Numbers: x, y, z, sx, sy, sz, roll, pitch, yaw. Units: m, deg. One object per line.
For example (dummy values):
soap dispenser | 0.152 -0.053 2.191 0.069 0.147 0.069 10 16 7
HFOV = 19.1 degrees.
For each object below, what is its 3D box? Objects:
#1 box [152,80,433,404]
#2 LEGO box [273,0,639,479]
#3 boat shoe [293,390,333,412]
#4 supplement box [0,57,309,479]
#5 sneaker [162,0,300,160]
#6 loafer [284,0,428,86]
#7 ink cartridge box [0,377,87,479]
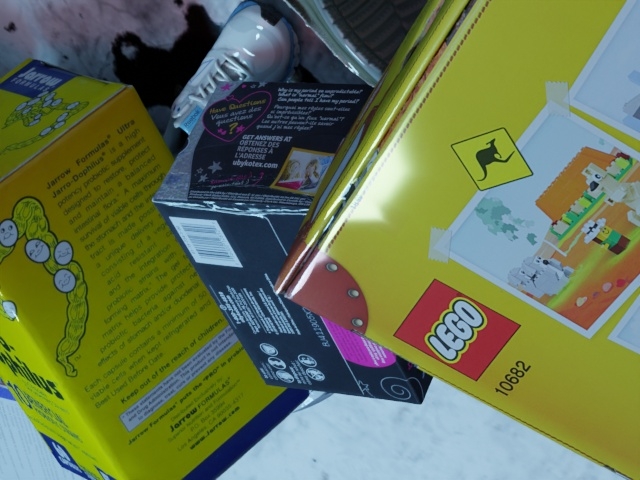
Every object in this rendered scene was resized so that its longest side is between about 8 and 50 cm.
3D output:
box | 0.000 0.000 1.553 0.163 0.142 0.247 5 141 31
LEGO box | 0.248 -0.084 1.207 0.372 0.193 0.500 29 134 -5
boat shoe | -0.004 0.132 1.800 0.100 0.035 0.035 -44 68 53
supplement box | -0.202 0.044 1.686 0.194 0.195 0.356 19 143 55
sneaker | -0.082 -0.122 1.588 0.071 0.083 0.190 39 138 3
loafer | 0.006 -0.213 1.438 0.251 0.094 0.087 54 165 5
ink cartridge box | -0.283 0.159 2.005 0.307 0.072 0.303 12 131 25
